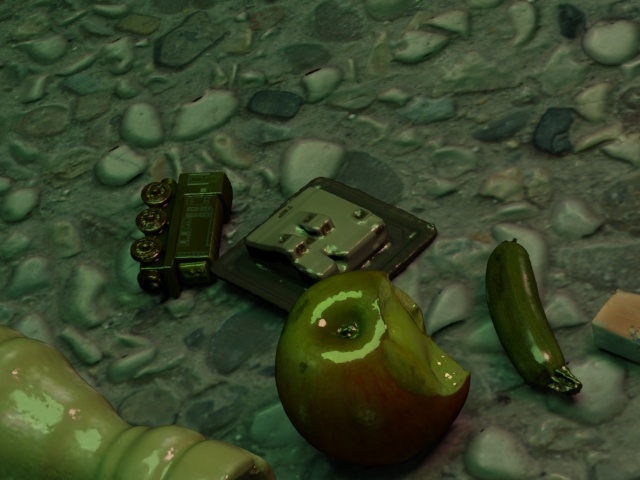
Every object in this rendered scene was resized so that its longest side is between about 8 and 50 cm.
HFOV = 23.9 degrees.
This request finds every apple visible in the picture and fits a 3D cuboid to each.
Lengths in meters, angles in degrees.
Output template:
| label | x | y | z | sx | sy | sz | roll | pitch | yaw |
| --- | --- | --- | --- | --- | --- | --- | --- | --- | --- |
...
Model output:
| label | x | y | z | sx | sy | sz | roll | pitch | yaw |
| --- | --- | --- | --- | --- | --- | --- | --- | --- | --- |
| apple | 0.062 | 0.154 | 1.908 | 0.246 | 0.226 | 0.246 | -12 | 43 | 12 |

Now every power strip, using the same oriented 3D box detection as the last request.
| label | x | y | z | sx | sy | sz | roll | pitch | yaw |
| --- | --- | --- | --- | --- | --- | --- | --- | --- | --- |
| power strip | -0.002 | -0.002 | 2.218 | 0.251 | 0.092 | 0.257 | 19 | 51 | 43 |

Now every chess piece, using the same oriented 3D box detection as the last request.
| label | x | y | z | sx | sy | sz | roll | pitch | yaw |
| --- | --- | --- | --- | --- | --- | --- | --- | --- | --- |
| chess piece | -0.276 | 0.278 | 1.901 | 0.442 | 0.234 | 0.234 | 19 | 53 | 25 |

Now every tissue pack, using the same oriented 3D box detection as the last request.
| label | x | y | z | sx | sy | sz | roll | pitch | yaw |
| --- | --- | --- | --- | --- | --- | --- | --- | --- | --- |
| tissue pack | 0.402 | 0.111 | 1.929 | 0.094 | 0.059 | 0.074 | 20 | 57 | 40 |

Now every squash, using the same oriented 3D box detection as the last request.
| label | x | y | z | sx | sy | sz | roll | pitch | yaw |
| --- | --- | --- | --- | --- | --- | --- | --- | --- | --- |
| squash | 0.265 | 0.093 | 2.002 | 0.080 | 0.071 | 0.318 | -18 | 40 | 4 |

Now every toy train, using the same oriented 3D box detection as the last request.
| label | x | y | z | sx | sy | sz | roll | pitch | yaw |
| --- | --- | --- | --- | --- | --- | --- | --- | --- | --- |
| toy train | -0.212 | -0.011 | 2.329 | 0.137 | 0.090 | 0.225 | -2 | 47 | 6 |
